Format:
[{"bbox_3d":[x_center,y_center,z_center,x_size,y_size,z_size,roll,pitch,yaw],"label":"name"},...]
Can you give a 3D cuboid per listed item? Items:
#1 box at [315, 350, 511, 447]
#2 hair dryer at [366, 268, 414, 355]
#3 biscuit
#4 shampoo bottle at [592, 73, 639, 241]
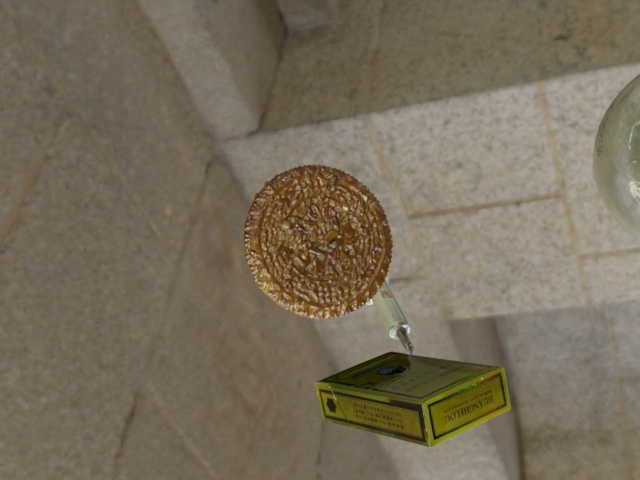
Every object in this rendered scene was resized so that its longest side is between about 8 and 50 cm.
[{"bbox_3d":[0.113,0.198,1.199,0.141,0.220,0.064,-17,97,-33],"label":"box"},{"bbox_3d":[0.142,0.121,2.010,0.357,0.108,0.173,-117,-159,-50],"label":"hair dryer"},{"bbox_3d":[0.000,0.000,1.757,0.038,0.305,0.305,155,-68,-66],"label":"biscuit"},{"bbox_3d":[0.581,-0.127,1.413,0.317,0.322,0.322,-156,-123,-86],"label":"shampoo bottle"}]
